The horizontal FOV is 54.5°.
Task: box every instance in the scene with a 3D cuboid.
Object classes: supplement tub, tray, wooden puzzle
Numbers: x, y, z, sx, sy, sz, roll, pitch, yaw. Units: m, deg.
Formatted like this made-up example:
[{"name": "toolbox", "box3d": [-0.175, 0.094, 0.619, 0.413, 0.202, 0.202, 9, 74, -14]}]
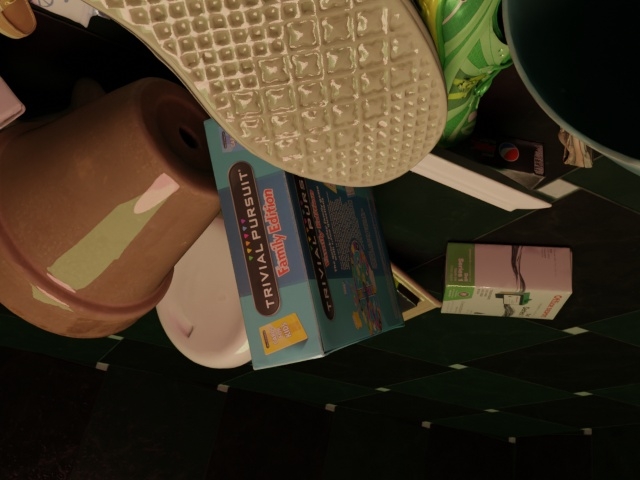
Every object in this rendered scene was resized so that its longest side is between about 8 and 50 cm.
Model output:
[{"name": "supplement tub", "box3d": [-0.073, 0.063, 0.978, 0.228, 0.228, 0.316, -12, 175, 35]}, {"name": "tray", "box3d": [0.118, -0.096, 0.712, 0.270, 0.030, 0.145, 20, -163, -13]}, {"name": "wooden puzzle", "box3d": [0.092, 0.096, 1.232, 0.221, 0.044, 0.239, 39, 149, -11]}]

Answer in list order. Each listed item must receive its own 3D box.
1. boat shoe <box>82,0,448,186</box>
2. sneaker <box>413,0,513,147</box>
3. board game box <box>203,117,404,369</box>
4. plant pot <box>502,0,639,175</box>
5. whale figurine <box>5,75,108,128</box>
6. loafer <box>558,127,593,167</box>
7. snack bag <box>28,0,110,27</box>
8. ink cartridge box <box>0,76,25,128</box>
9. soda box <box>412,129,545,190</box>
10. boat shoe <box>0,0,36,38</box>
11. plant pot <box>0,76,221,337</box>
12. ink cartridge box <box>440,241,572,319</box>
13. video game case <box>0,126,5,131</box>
[{"name": "boat shoe", "box3d": [-0.082, -0.208, 0.481, 0.500, 0.156, 0.187, 29, 120, -33]}, {"name": "sneaker", "box3d": [0.152, -0.184, 0.619, 0.124, 0.109, 0.295, -3, 159, 10]}, {"name": "board game box", "box3d": [0.000, 0.000, 0.747, 0.079, 0.253, 0.336, -15, 172, 20]}, {"name": "plant pot", "box3d": [0.314, -0.161, 0.447, 0.293, 0.293, 0.235, -12, 165, 34]}, {"name": "whale figurine", "box3d": [-0.369, -0.132, 0.876, 0.272, 0.141, 0.216, -35, 128, 22]}, {"name": "loafer", "box3d": [0.320, -0.127, 0.787, 0.039, 0.045, 0.125, 0, 158, 30]}, {"name": "snack bag", "box3d": [-0.184, -0.297, 0.548, 0.343, 0.037, 0.323, 17, 153, -23]}, {"name": "ink cartridge box", "box3d": [-0.549, -0.160, 0.654, 0.395, 0.166, 0.285, -14, 119, 37]}, {"name": "soda box", "box3d": [0.212, -0.110, 0.835, 0.169, 0.053, 0.060, 11, 155, -8]}, {"name": "boat shoe", "box3d": [-0.308, -0.246, 0.588, 0.045, 0.050, 0.135, 9, 155, 15]}, {"name": "plant pot", "box3d": [-0.221, -0.054, 0.687, 0.229, 0.263, 0.263, -30, 140, 26]}, {"name": "ink cartridge box", "box3d": [0.342, 0.078, 1.163, 0.220, 0.092, 0.160, 3, 156, 9]}, {"name": "video game case", "box3d": [-0.474, -0.155, 0.754, 0.206, 0.026, 0.227, 37, 133, 2]}]
